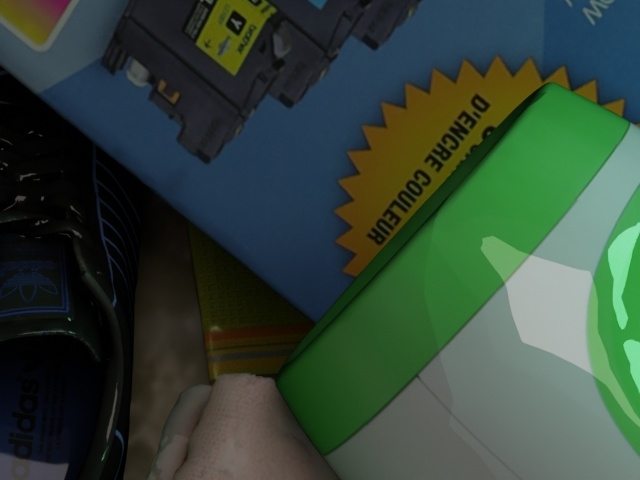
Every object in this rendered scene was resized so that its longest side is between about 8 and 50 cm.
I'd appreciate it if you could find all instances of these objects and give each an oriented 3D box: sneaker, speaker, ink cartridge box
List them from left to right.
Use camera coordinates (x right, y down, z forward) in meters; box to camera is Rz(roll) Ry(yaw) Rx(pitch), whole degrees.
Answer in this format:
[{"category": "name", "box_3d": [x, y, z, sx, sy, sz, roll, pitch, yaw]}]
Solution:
[{"category": "sneaker", "box_3d": [-0.098, 0.001, 0.666, 0.081, 0.090, 0.232, -2, 73, -10]}, {"category": "ink cartridge box", "box_3d": [0.098, -0.078, 0.602, 0.395, 0.151, 0.270, 38, 114, 3]}, {"category": "speaker", "box_3d": [0.132, 0.097, 0.495, 0.296, 0.131, 0.131, 42, 70, 0]}]

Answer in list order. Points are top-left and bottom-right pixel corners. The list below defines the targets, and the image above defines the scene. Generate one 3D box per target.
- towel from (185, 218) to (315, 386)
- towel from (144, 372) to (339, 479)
[{"category": "towel", "box_3d": [0.000, 0.000, 0.721, 0.102, 0.021, 0.237, -7, 73, -12]}, {"category": "towel", "box_3d": [0.021, 0.249, 0.517, 0.332, 0.053, 0.317, 43, 52, -26]}]
